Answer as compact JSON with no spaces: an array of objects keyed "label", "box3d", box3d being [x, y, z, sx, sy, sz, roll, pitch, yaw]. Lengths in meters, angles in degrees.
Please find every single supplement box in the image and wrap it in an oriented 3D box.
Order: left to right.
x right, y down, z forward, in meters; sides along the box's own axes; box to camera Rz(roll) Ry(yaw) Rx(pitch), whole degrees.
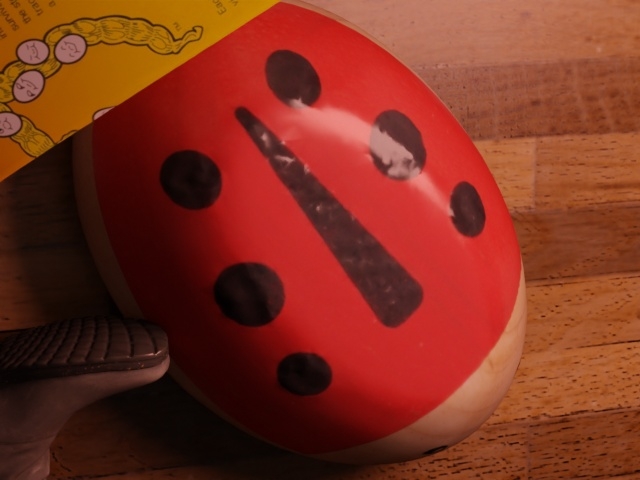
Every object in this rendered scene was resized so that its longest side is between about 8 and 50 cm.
[{"label":"supplement box","box3d":[-0.134,-0.231,1.195,0.356,0.194,0.195,-32,117,7]}]

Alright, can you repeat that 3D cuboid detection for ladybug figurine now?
[{"label":"ladybug figurine","box3d":[0.000,0.000,1.378,0.305,0.162,0.449,-48,114,-7]}]

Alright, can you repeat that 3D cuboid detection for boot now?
[{"label":"boot","box3d":[-0.215,0.154,1.346,0.246,0.083,0.161,-13,109,5]}]
